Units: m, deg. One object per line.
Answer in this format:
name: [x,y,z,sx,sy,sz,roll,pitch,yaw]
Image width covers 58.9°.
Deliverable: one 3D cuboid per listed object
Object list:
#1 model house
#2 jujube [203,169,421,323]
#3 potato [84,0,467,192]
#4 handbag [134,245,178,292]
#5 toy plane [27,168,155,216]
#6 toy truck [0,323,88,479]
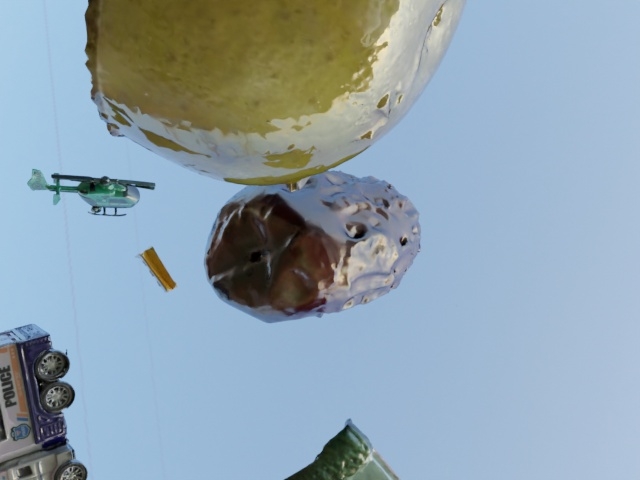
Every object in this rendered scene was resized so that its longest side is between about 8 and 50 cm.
model house: [0.079,0.414,0.809,0.291,0.253,0.184,39,-106,18]
jujube: [0.000,0.000,0.909,0.258,0.376,0.258,21,-60,42]
potato: [-0.011,-0.260,0.627,0.319,0.385,0.442,21,-96,4]
handbag: [-0.278,0.052,0.963,0.027,0.061,0.083,-36,-80,-24]
toy plane: [-0.458,-0.099,1.140,0.235,0.096,0.060,3,-119,-27]
toy truck: [-0.459,0.275,0.856,0.124,0.155,0.268,2,-79,53]
